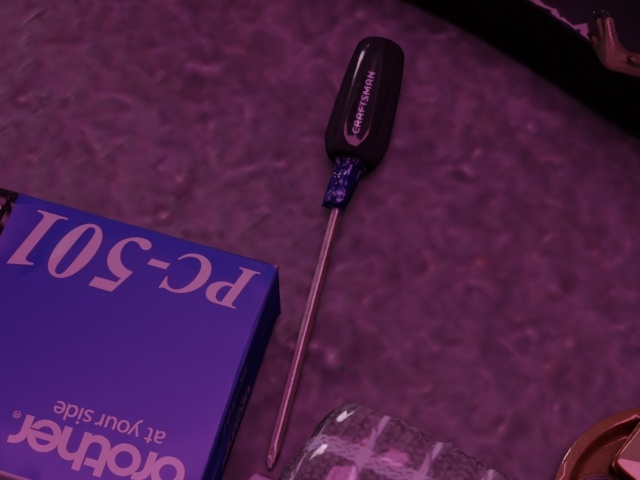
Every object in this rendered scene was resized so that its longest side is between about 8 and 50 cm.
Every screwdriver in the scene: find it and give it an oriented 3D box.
[{"bbox_3d":[0.000,0.000,0.613,0.025,0.024,0.170,29,65,-20],"label":"screwdriver"}]

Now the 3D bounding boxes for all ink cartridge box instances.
[{"bbox_3d":[-0.126,0.030,0.580,0.207,0.046,0.097,16,65,7],"label":"ink cartridge box"}]

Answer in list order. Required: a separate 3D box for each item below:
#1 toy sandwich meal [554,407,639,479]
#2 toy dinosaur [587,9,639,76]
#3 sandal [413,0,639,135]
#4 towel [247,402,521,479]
[{"bbox_3d":[0.118,0.086,0.567,0.086,0.029,0.085,1,63,-1],"label":"toy sandwich meal"},{"bbox_3d":[0.141,-0.083,0.574,0.093,0.053,0.183,-5,77,-13],"label":"toy dinosaur"},{"bbox_3d":[0.046,-0.171,0.651,0.446,0.107,0.167,25,66,10],"label":"sandal"},{"bbox_3d":[0.059,0.196,0.460,0.284,0.121,0.235,25,65,11],"label":"towel"}]
